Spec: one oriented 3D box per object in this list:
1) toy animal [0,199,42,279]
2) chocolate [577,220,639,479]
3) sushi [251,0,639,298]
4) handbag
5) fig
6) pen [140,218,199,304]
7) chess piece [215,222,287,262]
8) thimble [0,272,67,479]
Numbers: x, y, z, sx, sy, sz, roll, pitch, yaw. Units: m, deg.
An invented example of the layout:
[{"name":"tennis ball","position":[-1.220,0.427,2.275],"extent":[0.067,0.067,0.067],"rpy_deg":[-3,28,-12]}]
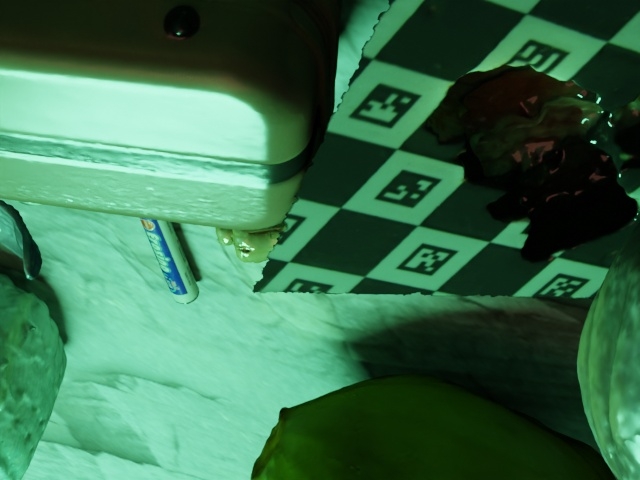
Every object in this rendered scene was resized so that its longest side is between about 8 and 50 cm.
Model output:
[{"name":"toy animal","position":[-0.308,-0.037,1.099],"extent":[0.239,0.176,0.255],"rpy_deg":[30,146,-2]},{"name":"chocolate","position":[0.290,0.100,0.943],"extent":[0.303,0.303,0.213],"rpy_deg":[25,144,-17]},{"name":"sushi","position":[0.148,-0.077,0.948],"extent":[0.339,0.068,0.320],"rpy_deg":[1,144,-20]},{"name":"handbag","position":[-0.133,-0.102,0.963],"extent":[0.302,0.149,0.283],"rpy_deg":[6,155,8]},{"name":"fig","position":[0.093,0.275,1.282],"extent":[0.343,0.343,0.343],"rpy_deg":[9,146,6]},{"name":"pen","position":[-0.135,-0.012,1.204],"extent":[0.025,0.025,0.204],"rpy_deg":[4,145,15]},{"name":"chess piece","position":[0.000,-0.001,1.148],"extent":[0.172,0.060,0.060],"rpy_deg":[6,145,13]},{"name":"thimble","position":[-0.352,0.138,1.368],"extent":[0.205,0.172,0.250],"rpy_deg":[34,143,-24]}]
